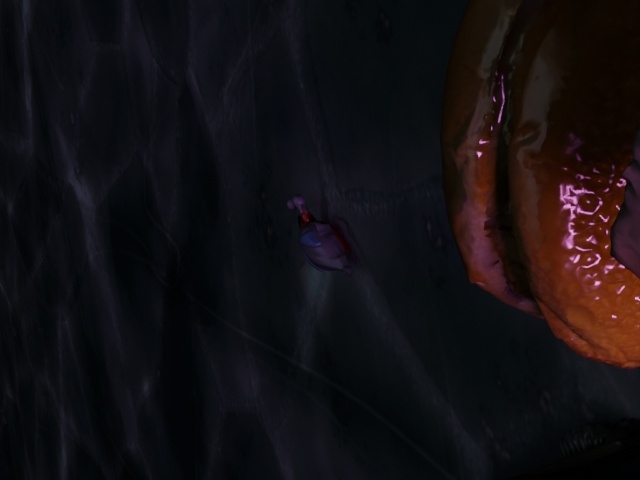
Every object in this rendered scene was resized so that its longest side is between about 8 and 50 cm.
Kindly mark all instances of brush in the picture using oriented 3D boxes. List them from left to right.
[{"bbox_3d":[0.158,0.146,0.848,0.190,0.034,0.028,134,133,-61],"label":"brush"}]

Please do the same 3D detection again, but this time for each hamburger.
[{"bbox_3d":[0.139,-0.064,0.672,0.144,0.156,0.283,-144,48,-58],"label":"hamburger"}]

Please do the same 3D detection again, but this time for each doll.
[{"bbox_3d":[-0.001,0.000,1.139,0.114,0.039,0.057,-127,42,-51],"label":"doll"}]

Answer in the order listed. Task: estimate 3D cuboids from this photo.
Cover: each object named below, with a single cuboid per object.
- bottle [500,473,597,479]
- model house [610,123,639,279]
[{"bbox_3d":[0.155,0.206,0.741,0.336,0.144,0.144,169,92,-67],"label":"bottle"},{"bbox_3d":[0.267,-0.030,0.347,0.280,0.245,0.312,42,162,23],"label":"model house"}]
